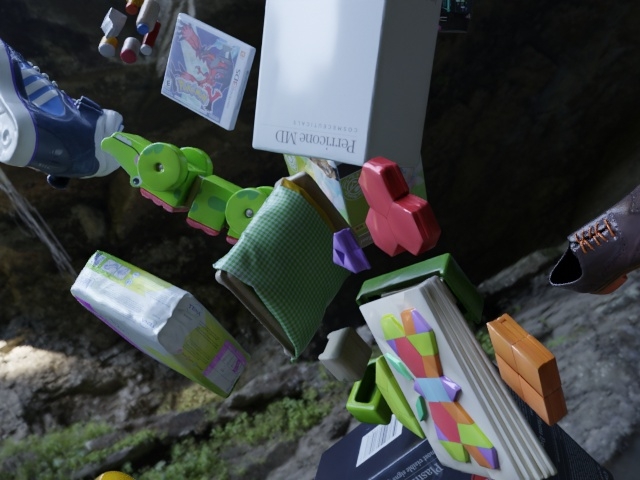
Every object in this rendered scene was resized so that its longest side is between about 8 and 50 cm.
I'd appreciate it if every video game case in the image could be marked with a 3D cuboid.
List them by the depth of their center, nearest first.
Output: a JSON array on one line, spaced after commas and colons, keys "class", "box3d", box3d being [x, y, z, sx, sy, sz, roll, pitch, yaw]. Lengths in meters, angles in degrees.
[{"class": "video game case", "box3d": [-0.245, -0.361, 1.361, 0.023, 0.201, 0.183, -27, -37, -56]}]

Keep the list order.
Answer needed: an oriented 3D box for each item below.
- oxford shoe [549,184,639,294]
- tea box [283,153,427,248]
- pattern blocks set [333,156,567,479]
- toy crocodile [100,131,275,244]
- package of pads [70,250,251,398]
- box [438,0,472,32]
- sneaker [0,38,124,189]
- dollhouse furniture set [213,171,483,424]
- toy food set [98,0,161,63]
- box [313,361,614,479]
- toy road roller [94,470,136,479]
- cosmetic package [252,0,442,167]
[{"class": "oxford shoe", "box3d": [0.439, 0.002, 0.957, 0.098, 0.097, 0.271, -1, -38, -10]}, {"class": "tea box", "box3d": [0.064, -0.211, 1.517, 0.220, 0.329, 0.324, -28, -52, -14]}, {"class": "pattern blocks set", "box3d": [0.102, 0.118, 0.530, 0.026, 0.325, 0.285, -27, -19, -20]}, {"class": "toy crocodile", "box3d": [-0.156, -0.056, 0.897, 0.105, 0.340, 0.115, -63, -5, 10]}, {"class": "package of pads", "box3d": [-0.271, 0.159, 1.129, 0.101, 0.229, 0.296, -58, -31, -20]}, {"class": "box", "box3d": [0.222, -0.404, 1.118, 0.083, 0.052, 0.062, 2, -14, 3]}, {"class": "sneaker", "box3d": [-0.486, -0.234, 1.156, 0.236, 0.323, 0.130, 4, -48, -50]}, {"class": "dollhouse furniture set", "box3d": [0.049, 0.060, 0.785, 0.151, 0.301, 0.198, -19, 31, 39]}, {"class": "toy food set", "box3d": [-0.438, -0.476, 1.457, 0.111, 0.105, 0.232, 28, -43, -29]}, {"class": "box", "box3d": [0.204, 0.385, 0.934, 0.343, 0.312, 0.179, -45, 6, 24]}, {"class": "toy road roller", "box3d": [-0.126, 0.255, 0.405, 0.329, 0.202, 0.241, -45, 11, 34]}, {"class": "cosmetic package", "box3d": [0.048, -0.350, 0.972, 0.161, 0.230, 0.453, -8, -73, -53]}]
